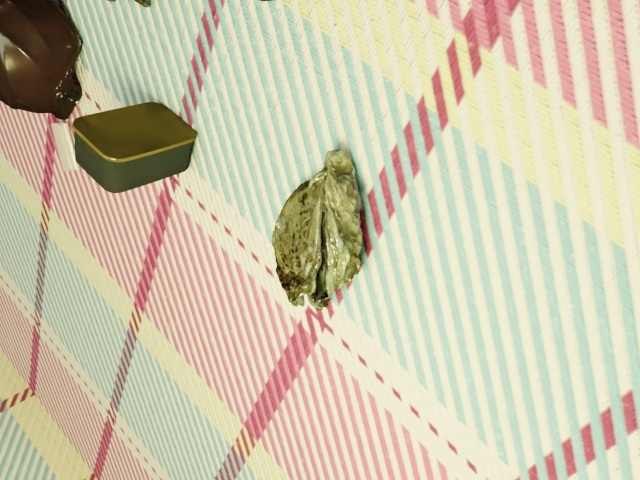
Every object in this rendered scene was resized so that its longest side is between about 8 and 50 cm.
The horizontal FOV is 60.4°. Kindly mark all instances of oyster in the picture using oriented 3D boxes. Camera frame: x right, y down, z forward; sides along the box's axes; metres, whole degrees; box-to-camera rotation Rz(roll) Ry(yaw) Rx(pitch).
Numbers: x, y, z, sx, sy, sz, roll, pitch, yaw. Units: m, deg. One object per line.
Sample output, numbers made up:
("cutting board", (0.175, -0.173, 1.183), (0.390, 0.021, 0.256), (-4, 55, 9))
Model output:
("oyster", (0.000, 0.000, 0.904), (0.267, 0.112, 0.198), (-56, 49, 48))

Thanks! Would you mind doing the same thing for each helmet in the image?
("helmet", (-0.675, -0.402, 1.244), (0.225, 0.177, 0.305), (37, 127, 20))

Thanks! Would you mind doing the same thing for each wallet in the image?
("wallet", (-0.644, -0.237, 1.390), (0.061, 0.025, 0.122), (4, 111, 32))

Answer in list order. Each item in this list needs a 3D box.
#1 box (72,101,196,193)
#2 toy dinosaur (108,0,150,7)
("box", (-0.354, -0.179, 1.052), (0.144, 0.201, 0.090), (40, 133, 19))
("toy dinosaur", (-0.367, -0.505, 0.938), (0.207, 0.112, 0.327), (31, 176, -10))
